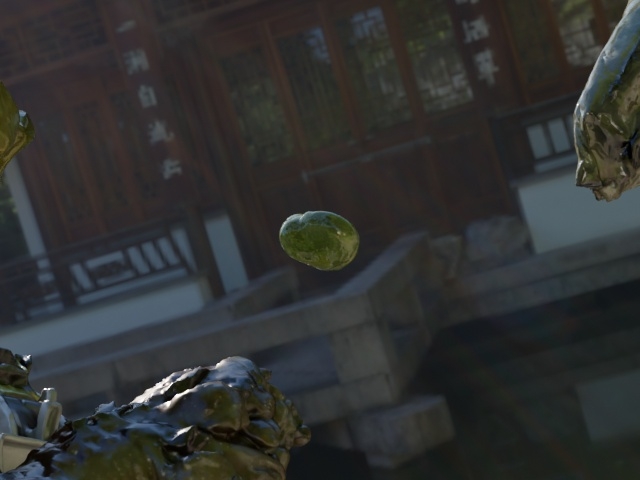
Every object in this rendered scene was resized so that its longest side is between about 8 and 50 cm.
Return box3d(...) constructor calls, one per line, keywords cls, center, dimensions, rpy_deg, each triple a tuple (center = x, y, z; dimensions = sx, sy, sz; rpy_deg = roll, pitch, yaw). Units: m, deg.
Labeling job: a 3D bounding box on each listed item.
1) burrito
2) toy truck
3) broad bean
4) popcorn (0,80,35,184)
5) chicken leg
box3d(cls="burrito", center=(0.162, -0.093, 0.528), dimensions=(0.045, 0.058, 0.188), rpy_deg=(-14, 40, 58))
box3d(cls="toy truck", center=(-0.284, 0.158, 0.992), dimensions=(0.136, 0.111, 0.286), rpy_deg=(20, 0, -42))
box3d(cls="broad bean", center=(0.000, 0.000, 1.098), dimensions=(0.083, 0.063, 0.045), rpy_deg=(8, 27, 29))
box3d(cls="popcorn", center=(-0.305, -0.031, 0.484), dimensions=(0.293, 0.292, 0.334), rpy_deg=(-46, 24, 8))
box3d(cls="chicken leg", center=(-0.080, 0.099, 0.430), dimensions=(0.125, 0.080, 0.196), rpy_deg=(-13, -1, 22))
